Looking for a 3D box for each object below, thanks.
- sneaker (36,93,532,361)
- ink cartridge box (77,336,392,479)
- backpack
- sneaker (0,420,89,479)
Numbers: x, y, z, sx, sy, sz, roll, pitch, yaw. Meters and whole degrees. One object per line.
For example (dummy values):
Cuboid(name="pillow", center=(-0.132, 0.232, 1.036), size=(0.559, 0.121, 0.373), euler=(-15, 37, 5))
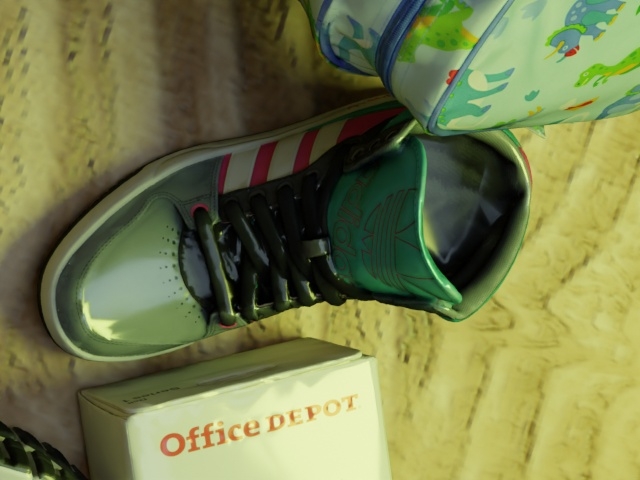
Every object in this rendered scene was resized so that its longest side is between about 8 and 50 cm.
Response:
Cuboid(name="sneaker", center=(0.000, 0.000, 1.106), size=(0.295, 0.178, 0.124), euler=(-25, 106, -21))
Cuboid(name="ink cartridge box", center=(-0.041, 0.179, 1.156), size=(0.160, 0.092, 0.219), euler=(-12, 101, -25))
Cuboid(name="backpack", center=(0.133, -0.191, 1.048), size=(0.355, 0.290, 0.273), euler=(6, 55, -32))
Cuboid(name="sneaker", center=(-0.222, 0.144, 1.080), size=(0.208, 0.081, 0.094), euler=(12, 98, -20))
